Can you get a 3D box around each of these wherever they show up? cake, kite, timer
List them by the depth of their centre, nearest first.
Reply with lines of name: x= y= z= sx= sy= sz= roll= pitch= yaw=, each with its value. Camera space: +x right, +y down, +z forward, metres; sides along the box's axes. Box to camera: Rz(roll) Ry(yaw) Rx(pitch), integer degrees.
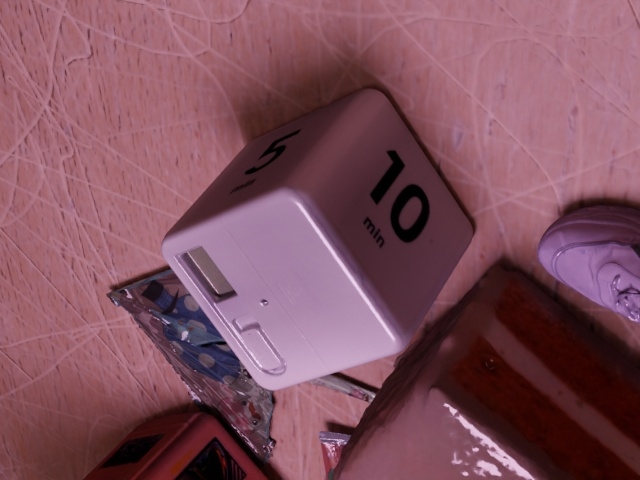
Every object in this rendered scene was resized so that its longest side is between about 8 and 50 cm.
timer: x=0.000 y=0.000 z=1.412 sx=0.194 sy=0.195 sz=0.192 roll=-21 pitch=112 yaw=40
cake: x=0.196 y=0.217 z=1.443 sx=0.309 sy=0.237 sz=0.230 roll=37 pitch=131 yaw=3
kite: x=-0.083 y=0.126 z=1.683 sx=0.368 sy=0.014 sz=0.406 roll=21 pitch=131 yaw=14

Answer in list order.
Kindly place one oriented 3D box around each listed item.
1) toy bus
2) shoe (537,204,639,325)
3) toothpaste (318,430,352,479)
toy bus: x=-0.239 y=0.401 z=1.694 sx=0.203 sy=0.427 sz=0.233 roll=-19 pitch=110 yaw=48
shoe: x=0.304 y=0.047 z=1.312 sx=0.245 sy=0.137 sz=0.095 roll=12 pitch=124 yaw=22
toothpaste: x=0.048 y=0.321 z=1.735 sx=0.089 sy=0.057 sz=0.234 roll=4 pitch=119 yaw=13
